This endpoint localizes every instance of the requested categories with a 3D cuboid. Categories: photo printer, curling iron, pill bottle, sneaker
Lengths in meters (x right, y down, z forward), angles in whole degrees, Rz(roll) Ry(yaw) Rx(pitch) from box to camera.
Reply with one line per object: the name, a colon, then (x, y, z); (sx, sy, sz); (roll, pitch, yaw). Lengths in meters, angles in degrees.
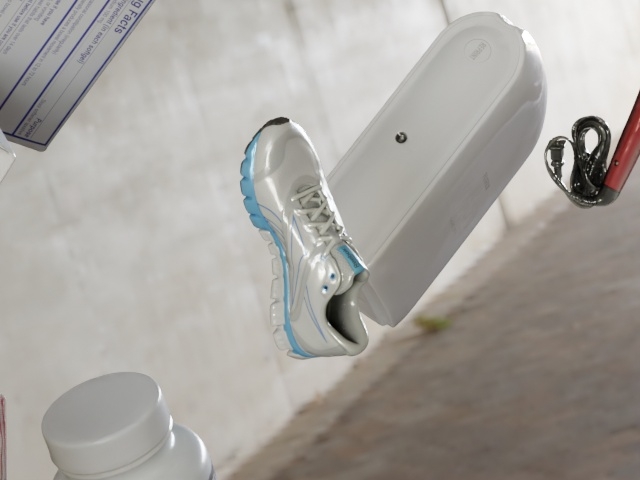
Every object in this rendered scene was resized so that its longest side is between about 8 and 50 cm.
photo printer: (0.115, -0.076, 1.800); (0.307, 0.107, 0.256); (-52, -17, -8)
curling iron: (0.249, -0.143, 1.351); (0.274, 0.068, 0.035); (-62, -7, 21)
pill bottle: (-0.184, 0.305, 1.924); (0.176, 0.318, 0.176); (-14, 27, 7)
sneaker: (0.000, 0.000, 1.328); (0.071, 0.191, 0.083); (-27, 22, -38)

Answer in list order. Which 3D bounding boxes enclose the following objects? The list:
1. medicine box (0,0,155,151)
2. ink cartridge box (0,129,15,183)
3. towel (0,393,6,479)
medicine box: (-0.353, -0.265, 1.875); (0.289, 0.149, 0.263); (18, -52, -35)
ink cartridge box: (-0.375, -0.067, 1.667); (0.158, 0.092, 0.218); (-57, 26, 7)
towel: (-0.379, 0.243, 2.031); (0.029, 0.144, 0.197); (1, -4, -17)
